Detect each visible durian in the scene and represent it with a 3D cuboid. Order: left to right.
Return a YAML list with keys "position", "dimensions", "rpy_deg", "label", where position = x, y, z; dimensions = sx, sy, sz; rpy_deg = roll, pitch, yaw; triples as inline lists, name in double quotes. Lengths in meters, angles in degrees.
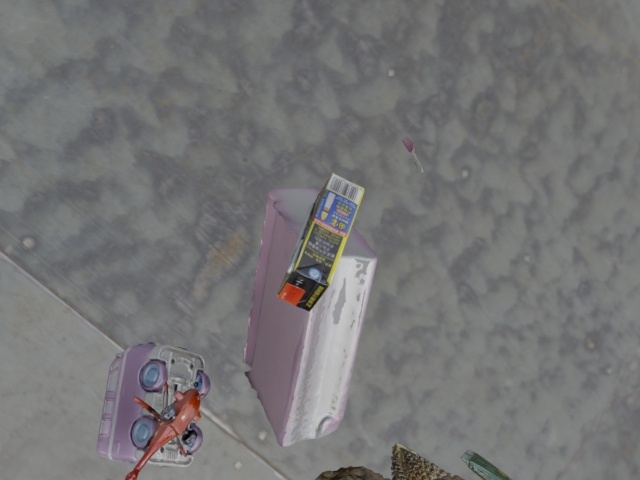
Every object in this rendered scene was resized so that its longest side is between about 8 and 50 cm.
- position: [0.146, 0.344, 1.068]
  dimensions: [0.140, 0.110, 0.071]
  rpy_deg: [38, 78, -29]
  label: "durian"

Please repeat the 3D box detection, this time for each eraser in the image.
- position: [-0.030, 0.126, 1.313]
  dimensions: [0.122, 0.272, 0.359]
  rpy_deg: [-2, 117, -23]
  label: "eraser"

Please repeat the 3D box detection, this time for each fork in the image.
- position: [0.157, -0.142, 1.292]
  dimensions: [0.012, 0.115, 0.016]
  rpy_deg: [21, 119, -25]
  label: "fork"

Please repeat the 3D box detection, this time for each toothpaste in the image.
- position: [0.294, 0.378, 1.128]
  dimensions: [0.031, 0.204, 0.049]
  rpy_deg: [-58, 160, 15]
  label: "toothpaste"

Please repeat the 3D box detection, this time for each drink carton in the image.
- position: [0.000, 0.000, 0.954]
  dimensions: [0.056, 0.071, 0.166]
  rpy_deg: [25, 51, -4]
  label: "drink carton"

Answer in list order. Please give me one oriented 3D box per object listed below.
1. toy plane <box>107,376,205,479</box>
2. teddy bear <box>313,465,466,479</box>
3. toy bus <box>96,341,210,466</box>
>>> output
- position: [-0.247, 0.292, 1.163]
  dimensions: [0.194, 0.077, 0.126]
  rpy_deg: [-26, 93, -51]
  label: "toy plane"
- position: [0.069, 0.324, 0.790]
  dimensions: [0.246, 0.296, 0.222]
  rpy_deg: [-36, 75, -17]
  label: "teddy bear"
- position: [-0.290, 0.282, 1.326]
  dimensions: [0.142, 0.142, 0.202]
  rpy_deg: [29, 61, -51]
  label: "toy bus"
